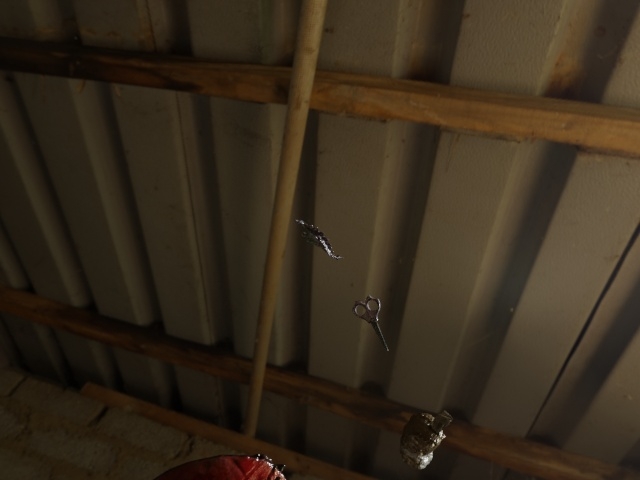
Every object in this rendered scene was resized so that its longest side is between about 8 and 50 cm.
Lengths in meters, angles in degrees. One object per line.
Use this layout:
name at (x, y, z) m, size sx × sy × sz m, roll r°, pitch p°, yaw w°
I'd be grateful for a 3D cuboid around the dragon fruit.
dragon fruit at (-0.205, 0.569, 1.089) m, size 0.343 × 0.100 × 0.282 m, roll 29°, pitch -77°, yaw -22°

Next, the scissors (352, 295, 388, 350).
scissors at (0.177, 0.275, 1.676) m, size 0.100 × 0.015 × 0.189 m, roll -27°, pitch -95°, yaw 23°

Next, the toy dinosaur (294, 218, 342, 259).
toy dinosaur at (-0.001, 0.002, 1.519) m, size 0.209 × 0.039 × 0.082 m, roll 42°, pitch -14°, yaw -28°

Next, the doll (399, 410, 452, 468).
doll at (0.281, 0.543, 1.416) m, size 0.115 × 0.105 × 0.221 m, roll 50°, pitch -38°, yaw 32°
